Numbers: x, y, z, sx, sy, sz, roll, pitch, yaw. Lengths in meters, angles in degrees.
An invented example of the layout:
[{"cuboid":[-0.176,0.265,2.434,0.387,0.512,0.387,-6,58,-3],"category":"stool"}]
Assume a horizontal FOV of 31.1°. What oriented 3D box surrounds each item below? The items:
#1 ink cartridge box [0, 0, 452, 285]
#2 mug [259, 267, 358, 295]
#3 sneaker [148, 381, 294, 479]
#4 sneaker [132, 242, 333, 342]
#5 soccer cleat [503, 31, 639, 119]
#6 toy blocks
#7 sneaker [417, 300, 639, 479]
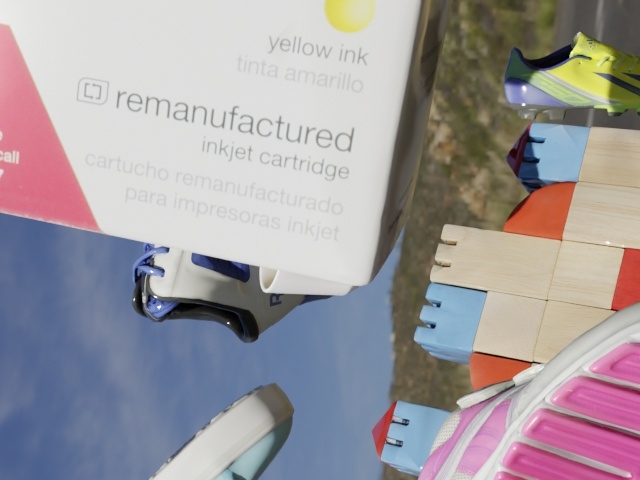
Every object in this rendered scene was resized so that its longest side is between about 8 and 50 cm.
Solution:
[{"cuboid":[-0.066,-0.203,0.554,0.160,0.279,0.384,-51,-28,-71],"category":"ink cartridge box"},{"cuboid":[0.000,0.004,0.777,0.062,0.064,0.078,-106,31,-60],"category":"mug"},{"cuboid":[-0.119,0.290,1.001,0.366,0.150,0.135,-50,-3,10],"category":"sneaker"},{"cuboid":[-0.131,-0.022,1.108,0.182,0.315,0.127,-42,4,-23],"category":"sneaker"},{"cuboid":[0.408,-0.239,1.644,0.093,0.289,0.121,-83,-11,-78],"category":"soccer cleat"},{"cuboid":[0.197,0.062,0.877,0.191,0.261,0.381,41,-117,-57],"category":"toy blocks"},{"cuboid":[0.115,0.107,0.596,0.252,0.103,0.111,-52,18,32],"category":"sneaker"}]
